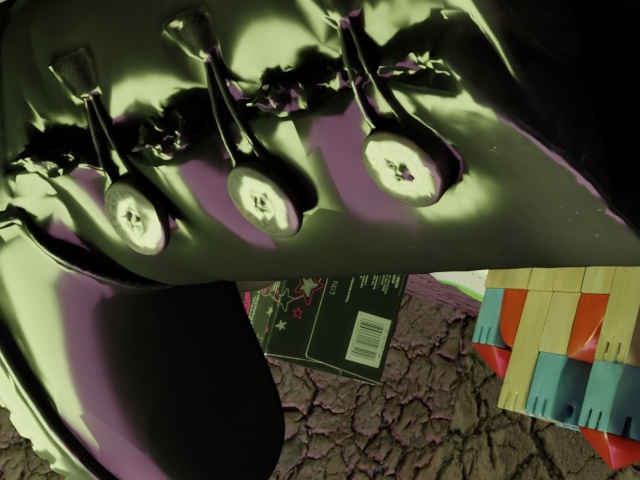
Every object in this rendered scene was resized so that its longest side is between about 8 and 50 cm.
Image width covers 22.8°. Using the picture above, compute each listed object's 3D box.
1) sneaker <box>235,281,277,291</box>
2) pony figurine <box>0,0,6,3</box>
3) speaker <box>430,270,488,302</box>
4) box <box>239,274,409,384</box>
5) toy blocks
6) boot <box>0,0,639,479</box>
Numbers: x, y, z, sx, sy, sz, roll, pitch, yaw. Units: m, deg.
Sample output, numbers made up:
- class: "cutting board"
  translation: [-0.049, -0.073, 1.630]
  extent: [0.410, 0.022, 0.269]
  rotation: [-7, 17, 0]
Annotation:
- class: "sneaker"
  translation: [-0.088, -0.147, 1.006]
  extent: [0.130, 0.236, 0.323]
  rotation: [-14, -134, -16]
- class: "pony figurine"
  translation: [-0.230, -0.088, 1.432]
  extent: [0.351, 0.303, 0.363]
  rotation: [-17, 178, -12]
- class: "speaker"
  translation: [0.251, 0.042, 1.685]
  extent: [0.296, 0.131, 0.131]
  rotation: [29, 180, 18]
- class: "box"
  translation: [0.004, 0.022, 1.813]
  extent: [0.163, 0.247, 0.142]
  rotation: [17, 177, -29]
- class: "toy blocks"
  translation: [0.223, 0.038, 1.218]
  extent: [0.190, 0.261, 0.381]
  rotation: [16, 176, -15]
- class: "boot"
  translation: [-0.001, -0.001, 0.788]
  extent: [0.445, 0.146, 0.367]
  rotation: [-13, 127, 40]
